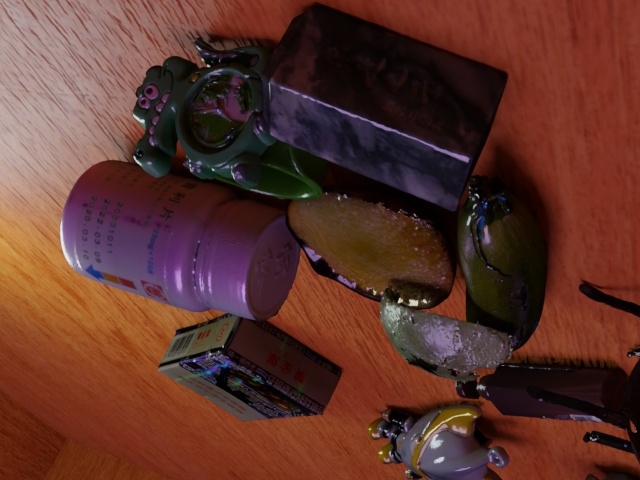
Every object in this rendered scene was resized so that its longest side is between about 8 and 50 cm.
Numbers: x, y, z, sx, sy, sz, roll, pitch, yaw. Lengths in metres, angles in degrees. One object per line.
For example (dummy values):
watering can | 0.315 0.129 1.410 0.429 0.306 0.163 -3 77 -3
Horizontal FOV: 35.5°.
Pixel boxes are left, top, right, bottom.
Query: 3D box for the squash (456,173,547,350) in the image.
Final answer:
squash | 0.173 0.025 0.956 0.087 0.087 0.331 16 157 21

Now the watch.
watch | -0.071 -0.102 0.926 0.165 0.131 0.152 7 169 29

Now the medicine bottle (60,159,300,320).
medicine bottle | -0.161 0.000 1.158 0.254 0.152 0.152 13 154 24

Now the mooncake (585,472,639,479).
mooncake | 0.456 0.488 1.431 0.250 0.255 0.136 32 168 -20

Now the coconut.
coconut | 0.113 0.102 1.028 0.133 0.055 0.158 32 161 -5

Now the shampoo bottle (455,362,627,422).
shampoo bottle | 0.263 0.183 1.223 0.236 0.067 0.068 -4 133 49

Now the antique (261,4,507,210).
antique | 0.045 -0.109 0.802 0.182 0.088 0.086 22 155 8

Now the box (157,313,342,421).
box | -0.127 0.214 1.652 0.198 0.084 0.310 34 155 -18

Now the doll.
doll | 0.180 0.320 1.553 0.103 0.146 0.316 -1 176 -28

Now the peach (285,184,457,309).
peach | 0.061 -0.010 1.012 0.189 0.068 0.279 32 159 -11

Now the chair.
chair | 0.340 0.157 0.968 0.213 0.174 0.149 19 162 42
